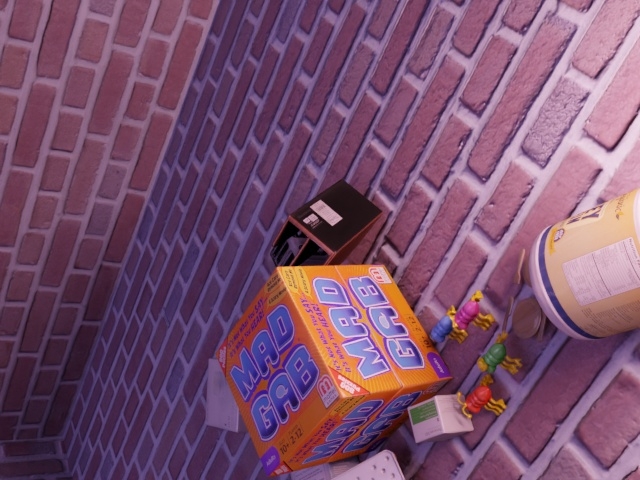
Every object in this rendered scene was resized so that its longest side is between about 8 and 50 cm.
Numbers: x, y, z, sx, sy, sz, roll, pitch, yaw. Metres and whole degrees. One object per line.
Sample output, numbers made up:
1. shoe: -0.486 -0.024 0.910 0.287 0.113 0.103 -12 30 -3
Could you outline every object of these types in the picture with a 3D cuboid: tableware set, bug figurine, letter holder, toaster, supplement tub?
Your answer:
1. tableware set: 0.457 0.114 1.508 0.128 0.039 0.194 10 87 66
2. bug figurine: 0.334 0.245 1.601 0.216 0.072 0.279 112 145 -43
3. letter holder: 0.000 0.000 1.917 0.152 0.302 0.214 40 125 8
4. toaster: -0.070 0.061 2.187 0.185 0.110 0.168 -57 42 31
5. supplement tub: 0.549 0.031 1.229 0.316 0.228 0.228 -30 60 48

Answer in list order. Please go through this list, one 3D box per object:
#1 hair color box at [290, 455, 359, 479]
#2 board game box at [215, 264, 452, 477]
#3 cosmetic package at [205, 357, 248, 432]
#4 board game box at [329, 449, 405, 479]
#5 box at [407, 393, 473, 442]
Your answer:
1. hair color box: 0.003 0.603 1.984 0.185 0.114 0.374 -43 52 41
2. board game box: 0.022 0.308 1.769 0.356 0.356 0.356 -54 52 35
3. cosmetic package: -0.268 0.504 2.360 0.225 0.138 0.223 -10 75 55
4. board game box: 0.100 0.768 1.728 0.390 0.050 0.389 -35 60 19
5. box: 0.275 0.411 1.649 0.101 0.102 0.087 -37 57 44
